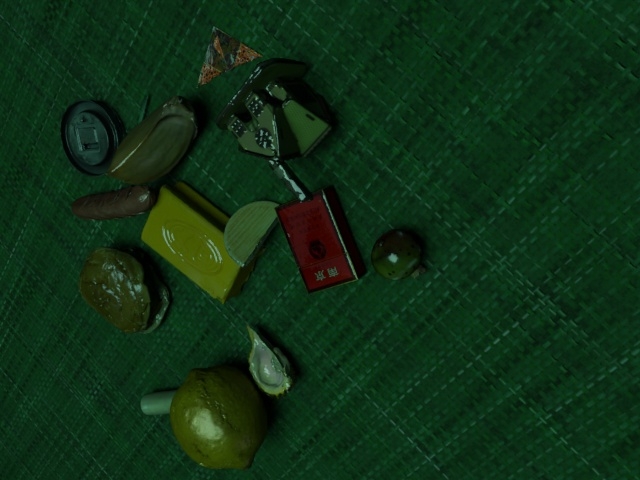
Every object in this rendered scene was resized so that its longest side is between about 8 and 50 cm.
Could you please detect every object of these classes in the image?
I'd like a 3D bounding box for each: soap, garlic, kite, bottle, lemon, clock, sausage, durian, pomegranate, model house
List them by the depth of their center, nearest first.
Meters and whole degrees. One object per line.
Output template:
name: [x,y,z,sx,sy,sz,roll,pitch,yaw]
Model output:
model house: [-0.057,-0.243,1.375,0.279,0.205,0.218,50,121,8]
pomegranate: [0.181,0.034,1.393,0.130,0.130,0.130,8,107,25]
kite: [-0.251,-0.485,1.522,0.222,0.008,0.125,-14,97,29]
garlic: [-0.407,-0.271,1.559,0.338,0.196,0.151,-34,103,28]
soap: [-0.327,0.007,1.647,0.324,0.096,0.204,36,116,14]
durian: [-0.139,0.327,1.658,0.140,0.078,0.224,-36,75,42]
lemon: [-0.278,0.495,1.667,0.258,0.258,0.310,-42,77,29]
sausage: [-0.595,-0.104,1.716,0.433,0.088,0.088,-4,103,44]
clock: [-0.669,-0.300,1.764,0.226,0.049,0.226,7,106,24]
bottle: [-0.467,0.504,1.871,0.201,0.072,0.072,-14,98,29]

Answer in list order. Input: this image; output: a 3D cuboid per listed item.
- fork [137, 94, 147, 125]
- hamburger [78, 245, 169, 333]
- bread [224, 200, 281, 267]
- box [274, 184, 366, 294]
fork: [-0.515,-0.303,1.701,0.039,0.021,0.235,29,114,13]
hamburger: [-0.600,0.153,1.805,0.285,0.134,0.265,35,115,17]
bread: [-0.186,-0.030,1.545,0.112,0.036,0.193,27,71,18]
box: [0.000,0.000,1.494,0.153,0.074,0.240,-19,95,26]
